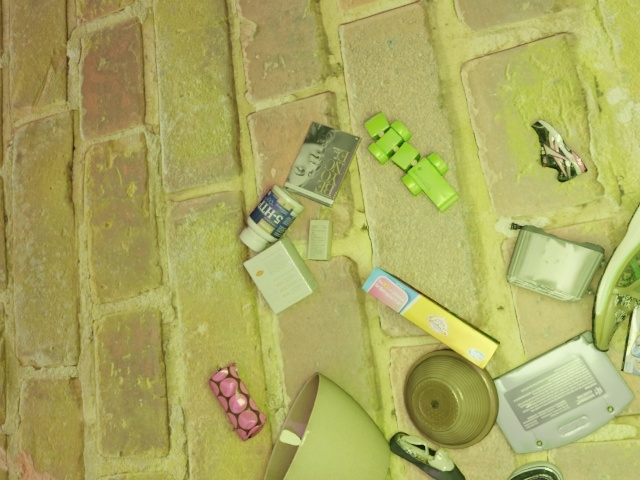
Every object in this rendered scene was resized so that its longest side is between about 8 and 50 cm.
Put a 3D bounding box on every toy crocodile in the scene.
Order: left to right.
[{"bbox_3d":[0.238,-0.216,1.407,0.115,0.105,0.340,-45,75,8],"label":"toy crocodile"}]

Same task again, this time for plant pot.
[{"bbox_3d":[0.295,0.385,1.254,0.238,0.110,0.237,-5,82,35],"label":"plant pot"}]

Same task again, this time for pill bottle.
[{"bbox_3d":[-0.146,-0.060,1.511,0.112,0.112,0.186,42,98,21],"label":"pill bottle"}]

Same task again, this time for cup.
[{"bbox_3d":[0.029,0.525,1.279,0.237,0.331,0.330,26,92,-5],"label":"cup"}]

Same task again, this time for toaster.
[{"bbox_3d":[0.538,0.055,1.233,0.227,0.129,0.146,20,91,20],"label":"toaster"}]

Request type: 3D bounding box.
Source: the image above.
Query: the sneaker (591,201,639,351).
[{"bbox_3d":[0.721,0.070,1.116,0.182,0.158,0.410,27,93,32],"label":"sneaker"}]

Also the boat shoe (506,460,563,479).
[{"bbox_3d":[0.430,0.624,1.200,0.301,0.102,0.108,-39,71,11],"label":"boat shoe"}]

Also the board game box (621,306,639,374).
[{"bbox_3d":[0.770,0.212,1.172,0.136,0.035,0.201,9,85,21],"label":"board game box"}]

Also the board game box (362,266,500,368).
[{"bbox_3d":[0.272,0.183,1.251,0.317,0.242,0.064,33,93,21],"label":"board game box"}]

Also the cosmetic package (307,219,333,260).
[{"bbox_3d":[0.000,0.000,1.485,0.060,0.041,0.114,3,83,21],"label":"cosmetic package"}]

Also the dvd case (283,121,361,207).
[{"bbox_3d":[0.004,-0.225,1.530,0.165,0.018,0.221,24,91,22],"label":"dvd case"}]

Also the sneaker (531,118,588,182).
[{"bbox_3d":[0.574,-0.221,1.294,0.077,0.072,0.178,-39,65,22],"label":"sneaker"}]

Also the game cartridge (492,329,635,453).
[{"bbox_3d":[0.551,0.367,1.222,0.297,0.062,0.198,-32,77,13],"label":"game cartridge"}]

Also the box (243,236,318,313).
[{"bbox_3d":[-0.108,0.096,1.461,0.130,0.091,0.170,-31,90,14],"label":"box"}]

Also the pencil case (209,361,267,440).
[{"bbox_3d":[-0.231,0.455,1.479,0.098,0.095,0.209,-35,73,-4],"label":"pencil case"}]

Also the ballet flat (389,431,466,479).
[{"bbox_3d":[0.266,0.534,1.287,0.203,0.074,0.074,22,90,24],"label":"ballet flat"}]
